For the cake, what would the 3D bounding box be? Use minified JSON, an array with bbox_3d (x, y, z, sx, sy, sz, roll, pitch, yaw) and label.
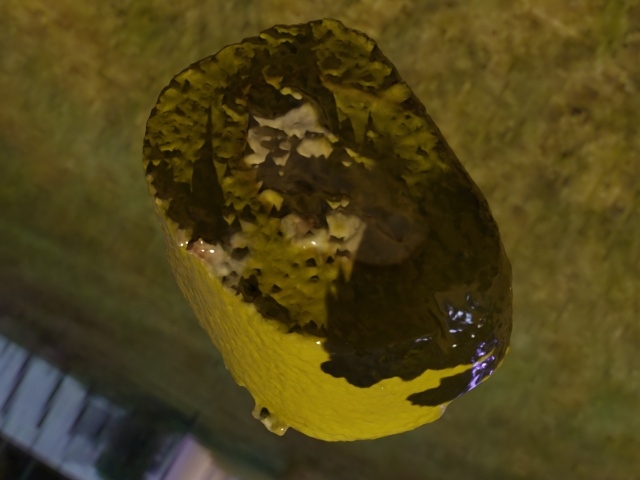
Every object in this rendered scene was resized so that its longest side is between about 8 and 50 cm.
[{"bbox_3d":[0.000,0.000,0.989,0.260,0.179,0.156,59,170,34],"label":"cake"}]
